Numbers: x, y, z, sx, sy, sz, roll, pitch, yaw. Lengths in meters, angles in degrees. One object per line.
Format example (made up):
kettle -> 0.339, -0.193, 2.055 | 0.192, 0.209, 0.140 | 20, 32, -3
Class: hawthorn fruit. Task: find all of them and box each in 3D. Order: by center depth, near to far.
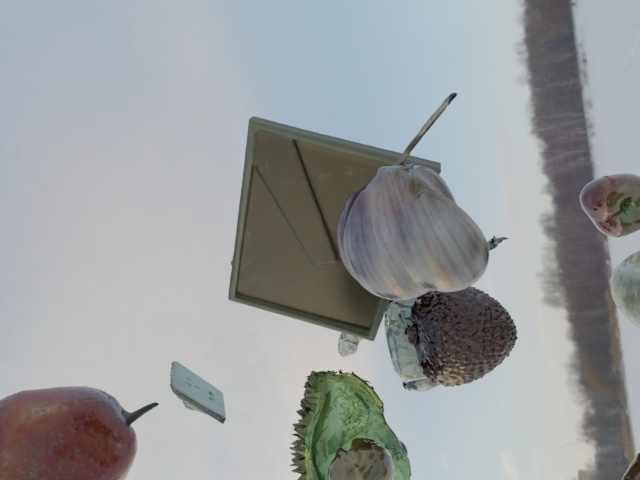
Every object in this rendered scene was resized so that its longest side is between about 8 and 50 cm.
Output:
hawthorn fruit -> -0.511, 0.420, 1.223 | 0.369, 0.285, 0.284 | -20, -76, -24

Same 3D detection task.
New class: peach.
peach -> 0.669, -0.083, 1.357 | 0.152, 0.152, 0.151 | 28, -121, -60

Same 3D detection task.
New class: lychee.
lychee -> 0.243, 0.161, 1.054 | 0.194, 0.195, 0.194 | 28, -121, -60

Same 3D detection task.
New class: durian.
durian -> 0.051, 0.401, 1.097 | 0.163, 0.198, 0.394 | -85, -23, -67

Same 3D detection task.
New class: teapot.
teapot -> 0.230, 0.186, 1.280 | 0.163, 0.178, 0.221 | -73, -31, -76

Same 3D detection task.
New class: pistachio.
pistachio -> 0.072, 0.373, 0.945 | 0.149, 0.113, 0.113 | 52, -141, -53

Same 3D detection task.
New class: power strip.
power strip -> -0.399, 0.491, 1.863 | 0.213, 0.064, 0.198 | 38, -176, -16

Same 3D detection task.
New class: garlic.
garlic -> 0.147, -0.035, 0.744 | 0.256, 0.207, 0.207 | -63, -31, -2

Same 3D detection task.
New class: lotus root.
lotus root -> 0.285, 0.382, 1.653 | 0.088, 0.165, 0.088 | 21, -133, -24

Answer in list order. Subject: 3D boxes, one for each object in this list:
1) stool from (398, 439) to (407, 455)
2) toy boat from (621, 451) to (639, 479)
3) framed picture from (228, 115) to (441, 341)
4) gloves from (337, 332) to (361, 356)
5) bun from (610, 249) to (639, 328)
stool -> 0.151, 0.670, 1.771 | 0.153, 0.228, 0.139 | -92, 14, -52
toy boat -> 0.523, 0.337, 0.851 | 0.099, 0.293, 0.108 | 64, -177, 27
framed picture -> 0.000, 0.000, 1.105 | 0.028, 0.326, 0.446 | -73, -1, -49
gloves -> 0.098, 0.289, 1.783 | 0.114, 0.070, 0.153 | -50, -15, -28
bun -> 0.686, 0.091, 0.973 | 0.365, 0.365, 0.219 | -26, -84, -63
